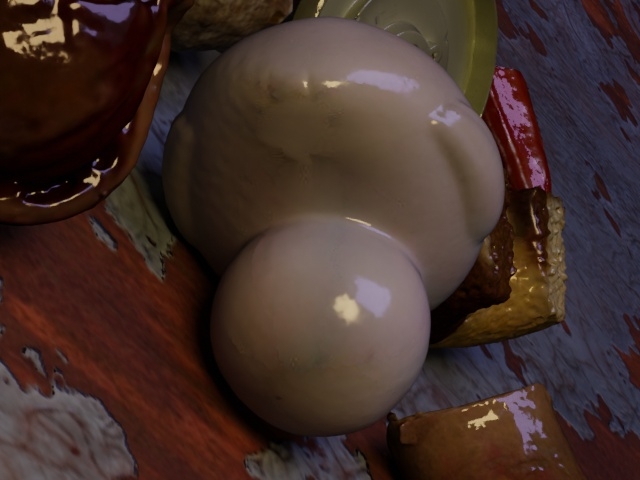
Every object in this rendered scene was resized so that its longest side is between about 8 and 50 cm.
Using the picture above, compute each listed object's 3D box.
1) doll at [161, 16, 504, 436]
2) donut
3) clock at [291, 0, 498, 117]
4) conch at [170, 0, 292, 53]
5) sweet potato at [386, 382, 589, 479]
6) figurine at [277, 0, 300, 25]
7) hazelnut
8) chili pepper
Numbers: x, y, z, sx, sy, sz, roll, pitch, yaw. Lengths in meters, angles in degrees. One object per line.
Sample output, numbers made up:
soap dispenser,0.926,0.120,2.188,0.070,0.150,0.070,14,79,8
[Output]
doll,0.000,0.000,1.158,0.221,0.221,0.251,-90,174,-56
donut,0.088,0.018,1.385,0.295,0.151,0.112,26,47,-68
clock,0.053,-0.125,1.436,0.029,0.235,0.235,20,-3,36
conch,-0.120,-0.293,1.281,0.352,0.210,0.297,35,25,-45
sweet potato,0.153,0.243,1.225,0.131,0.131,0.336,21,39,-57
figurine,-0.007,-0.208,1.482,0.141,0.163,0.236,-103,170,-51
hazelnut,-0.159,-0.116,0.977,0.160,0.170,0.201,36,-35,30
chili pepper,0.191,-0.085,1.874,0.088,0.065,0.169,28,39,-51
